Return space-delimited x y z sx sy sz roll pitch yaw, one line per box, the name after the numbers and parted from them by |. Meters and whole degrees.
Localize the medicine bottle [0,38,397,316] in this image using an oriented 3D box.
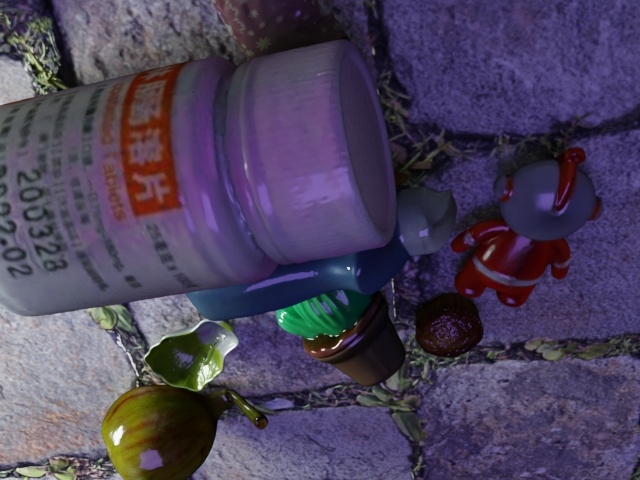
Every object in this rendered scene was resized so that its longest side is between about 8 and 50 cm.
-0.136 -0.056 0.950 0.388 0.219 0.219 -9 130 17 | medicine bottle

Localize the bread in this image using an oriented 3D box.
0.159 0.110 1.214 0.085 0.053 0.085 0 131 1 | bread

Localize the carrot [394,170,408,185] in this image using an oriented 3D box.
0.027 -0.077 1.071 0.142 0.035 0.035 12 130 -19 | carrot

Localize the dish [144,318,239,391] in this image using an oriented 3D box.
-0.156 0.131 1.250 0.091 0.039 0.137 37 121 -21 | dish

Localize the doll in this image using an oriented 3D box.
0.231 -0.015 1.093 0.142 0.076 0.245 11 134 -9 | doll

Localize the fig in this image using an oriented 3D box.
-0.195 0.242 1.297 0.186 0.148 0.142 -44 110 -13 | fig

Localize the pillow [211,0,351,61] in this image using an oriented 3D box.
-0.052 -0.230 0.929 0.118 0.043 0.185 -17 132 20 | pillow

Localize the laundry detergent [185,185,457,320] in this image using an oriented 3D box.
0.000 0.000 1.048 0.290 0.143 0.094 -12 130 18 | laundry detergent

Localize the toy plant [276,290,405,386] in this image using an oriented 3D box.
0.014 0.084 1.171 0.143 0.105 0.200 -26 108 44 | toy plant
